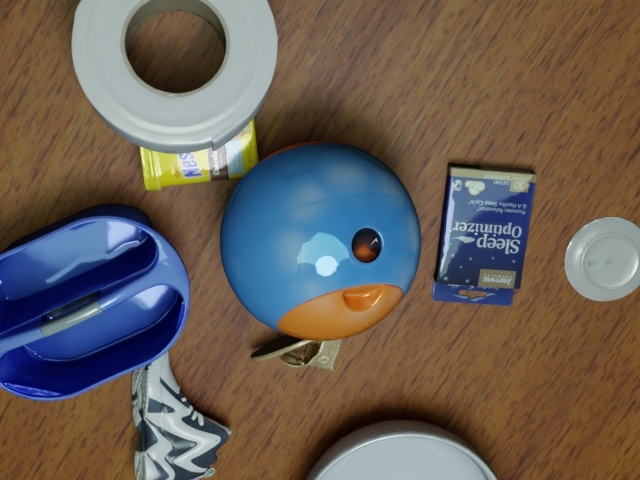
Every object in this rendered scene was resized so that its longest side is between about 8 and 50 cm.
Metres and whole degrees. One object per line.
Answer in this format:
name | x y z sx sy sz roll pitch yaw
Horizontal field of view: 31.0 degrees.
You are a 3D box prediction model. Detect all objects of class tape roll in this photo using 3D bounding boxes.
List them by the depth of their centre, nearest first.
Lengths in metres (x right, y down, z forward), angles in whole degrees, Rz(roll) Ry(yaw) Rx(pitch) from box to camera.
tape roll | -0.202 -0.265 1.620 0.286 0.100 0.286 0 86 -6

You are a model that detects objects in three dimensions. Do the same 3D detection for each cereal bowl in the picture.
cereal bowl | 0.122 0.435 1.859 0.339 0.141 0.339 -1 106 -5

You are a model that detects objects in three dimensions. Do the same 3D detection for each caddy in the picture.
caddy | -0.357 0.092 1.709 0.341 0.179 0.241 -24 105 3

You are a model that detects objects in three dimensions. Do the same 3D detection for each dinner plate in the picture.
dinner plate | 0.459 0.032 1.838 0.141 0.017 0.141 -1 105 -3

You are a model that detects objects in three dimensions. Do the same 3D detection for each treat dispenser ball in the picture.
treat dispenser ball | 0.000 0.000 1.653 0.288 0.288 0.288 -1 105 -4

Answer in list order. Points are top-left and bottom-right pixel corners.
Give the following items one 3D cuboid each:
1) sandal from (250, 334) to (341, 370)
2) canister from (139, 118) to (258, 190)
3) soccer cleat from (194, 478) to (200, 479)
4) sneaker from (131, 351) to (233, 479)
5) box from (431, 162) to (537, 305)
sandal | 0.015 0.164 1.803 0.240 0.088 0.079 -26 100 -2
canister | -0.181 -0.145 1.711 0.170 0.073 0.126 -7 105 -4
soccer cleat | -0.248 0.485 1.878 0.095 0.083 0.248 3 102 -6
sneaker | -0.212 0.273 1.822 0.153 0.094 0.235 0 83 -25
box | 0.254 -0.003 1.803 0.136 0.036 0.225 4 106 -5
